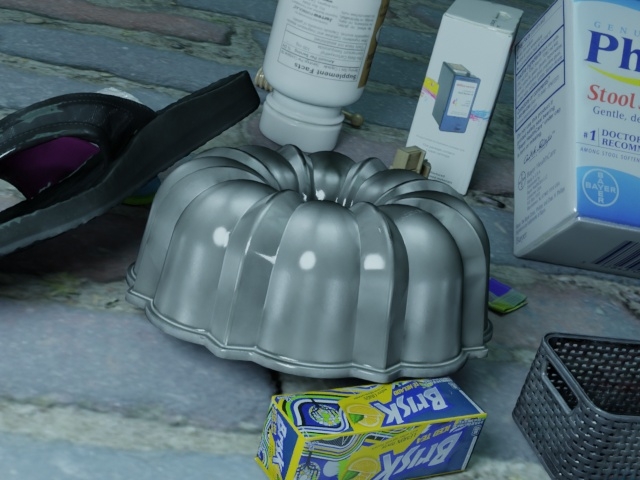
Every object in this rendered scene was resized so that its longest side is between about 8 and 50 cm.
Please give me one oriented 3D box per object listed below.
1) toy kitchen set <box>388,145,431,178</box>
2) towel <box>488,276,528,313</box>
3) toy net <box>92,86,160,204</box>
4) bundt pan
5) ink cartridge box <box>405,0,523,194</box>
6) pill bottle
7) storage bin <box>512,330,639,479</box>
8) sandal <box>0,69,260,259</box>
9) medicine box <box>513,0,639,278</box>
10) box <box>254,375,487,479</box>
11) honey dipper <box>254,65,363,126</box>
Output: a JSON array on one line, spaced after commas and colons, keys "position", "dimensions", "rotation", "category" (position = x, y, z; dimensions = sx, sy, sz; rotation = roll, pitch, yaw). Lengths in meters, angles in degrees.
[{"position": [0.121, -0.055, 1.311], "dimensions": [0.075, 0.083, 0.068], "rotation": [33, 30, 32], "category": "toy kitchen set"}, {"position": [0.169, 0.049, 1.213], "dimensions": [0.083, 0.009, 0.060], "rotation": [31, 28, 29], "category": "towel"}, {"position": [-0.238, -0.110, 1.261], "dimensions": [0.122, 0.045, 0.232], "rotation": [6, 25, -16], "category": "toy net"}, {"position": [0.000, 0.000, 1.013], "dimensions": [0.330, 0.124, 0.331], "rotation": [9, 17, -3], "category": "bundt pan"}, {"position": [0.179, -0.188, 1.467], "dimensions": [0.093, 0.212, 0.154], "rotation": [19, 26, 7], "category": "ink cartridge box"}, {"position": [0.000, -0.231, 1.428], "dimensions": [0.131, 0.229, 0.131], "rotation": [13, 25, -6], "category": "pill bottle"}, {"position": [0.269, 0.149, 0.981], "dimensions": [0.180, 0.084, 0.122], "rotation": [6, 27, -20], "category": "storage bin"}, {"position": [-0.218, -0.081, 1.033], "dimensions": [0.167, 0.107, 0.446], "rotation": [-18, 15, 33], "category": "sandal"}, {"position": [0.370, -0.113, 1.337], "dimensions": [0.263, 0.149, 0.289], "rotation": [9, 68, -14], "category": "medicine box"}, {"position": [0.040, 0.146, 0.877], "dimensions": [0.168, 0.059, 0.054], "rotation": [-2, 31, -34], "category": "box"}, {"position": [-0.014, -0.193, 1.579], "dimensions": [0.160, 0.031, 0.030], "rotation": [25, 26, 14], "category": "honey dipper"}]
